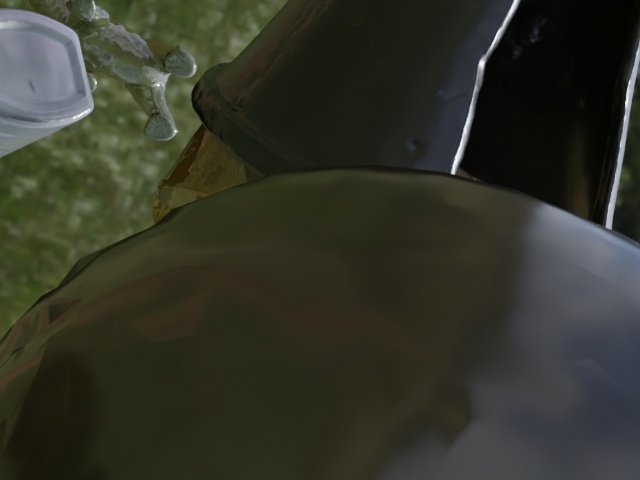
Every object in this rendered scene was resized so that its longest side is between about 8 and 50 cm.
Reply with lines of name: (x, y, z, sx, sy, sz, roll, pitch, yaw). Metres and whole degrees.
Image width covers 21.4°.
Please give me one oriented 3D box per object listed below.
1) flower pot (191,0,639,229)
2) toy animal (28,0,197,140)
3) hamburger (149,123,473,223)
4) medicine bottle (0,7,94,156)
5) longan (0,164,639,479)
flower pot: (0.108, -0.149, 1.345, 0.379, 0.379, 0.251, -62, 175, -74)
toy animal: (-0.220, -0.202, 1.731, 0.103, 0.219, 0.101, -50, -145, 19)
hamburger: (0.000, 0.000, 1.435, 0.302, 0.302, 0.170, 94, 13, -79)
medicine bottle: (-0.383, -0.114, 1.634, 0.179, 0.324, 0.124, -5, 76, -52)
longan: (0.028, 0.159, 0.790, 0.404, 0.436, 0.403, 179, -90, -84)
